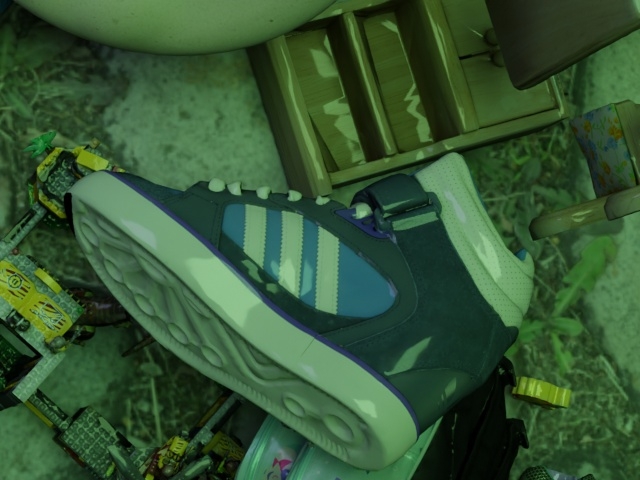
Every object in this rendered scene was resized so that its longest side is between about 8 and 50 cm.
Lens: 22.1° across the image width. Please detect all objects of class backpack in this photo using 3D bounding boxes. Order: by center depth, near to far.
[{"bbox_3d":[0.041,0.209,1.295,0.191,0.225,0.253,9,54,19],"label":"backpack"}]

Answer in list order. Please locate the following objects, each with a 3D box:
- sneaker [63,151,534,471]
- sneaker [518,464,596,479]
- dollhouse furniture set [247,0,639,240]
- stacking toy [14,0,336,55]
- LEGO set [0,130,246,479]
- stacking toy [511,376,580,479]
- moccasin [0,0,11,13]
[{"bbox_3d":[0.000,0.000,1.215,0.323,0.130,0.236,35,60,17],"label":"sneaker"},{"bbox_3d":[0.236,0.240,1.410,0.166,0.065,0.076,21,70,-18],"label":"sneaker"},{"bbox_3d":[0.123,-0.171,1.311,0.256,0.394,0.362,-17,87,-18],"label":"dollhouse furniture set"},{"bbox_3d":[-0.104,-0.416,1.317,0.350,0.350,0.480,18,46,-14],"label":"stacking toy"},{"bbox_3d":[-0.158,0.074,1.294,0.255,0.192,0.331,-40,95,-18],"label":"LEGO set"},{"bbox_3d":[0.256,0.230,1.474,0.221,0.052,0.167,18,77,-15],"label":"stacking toy"},{"bbox_3d":[-0.365,-0.188,1.282,0.342,0.117,0.138,-44,132,-29],"label":"moccasin"}]
